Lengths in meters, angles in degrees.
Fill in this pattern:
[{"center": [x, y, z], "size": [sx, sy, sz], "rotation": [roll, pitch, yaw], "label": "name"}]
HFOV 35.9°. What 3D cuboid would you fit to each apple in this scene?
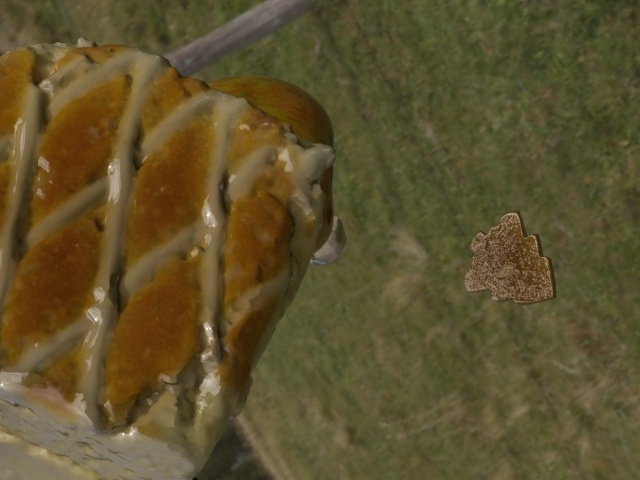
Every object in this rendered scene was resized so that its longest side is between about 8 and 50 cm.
[{"center": [-0.127, -0.120, 1.748], "size": [0.340, 0.339, 0.340], "rotation": [53, 167, 18], "label": "apple"}]

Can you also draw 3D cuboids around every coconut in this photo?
[{"center": [0.000, 0.000, 2.182], "size": [0.110, 0.110, 0.124], "rotation": [65, -151, -28], "label": "coconut"}]

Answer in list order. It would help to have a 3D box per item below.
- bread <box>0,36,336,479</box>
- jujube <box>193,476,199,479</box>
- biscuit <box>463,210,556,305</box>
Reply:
[{"center": [-0.222, 0.044, 0.958], "size": [0.371, 0.390, 0.279], "rotation": [27, 148, 0], "label": "bread"}, {"center": [-0.308, 0.447, 1.700], "size": [0.317, 0.226, 0.226], "rotation": [52, 170, -21], "label": "jujube"}, {"center": [0.425, 0.058, 2.173], "size": [0.238, 0.212, 0.041], "rotation": [40, -166, 33], "label": "biscuit"}]
